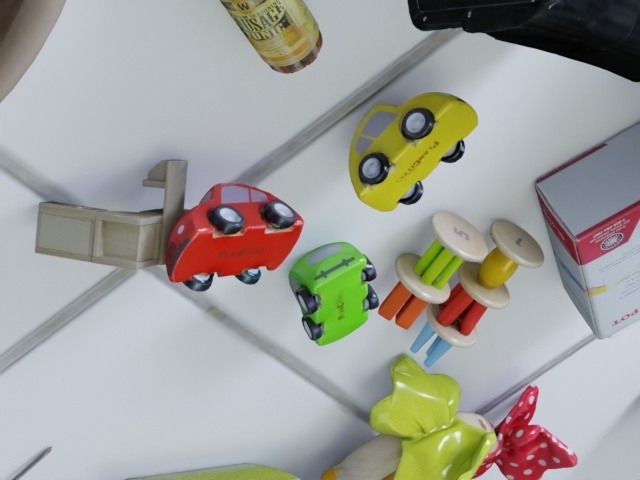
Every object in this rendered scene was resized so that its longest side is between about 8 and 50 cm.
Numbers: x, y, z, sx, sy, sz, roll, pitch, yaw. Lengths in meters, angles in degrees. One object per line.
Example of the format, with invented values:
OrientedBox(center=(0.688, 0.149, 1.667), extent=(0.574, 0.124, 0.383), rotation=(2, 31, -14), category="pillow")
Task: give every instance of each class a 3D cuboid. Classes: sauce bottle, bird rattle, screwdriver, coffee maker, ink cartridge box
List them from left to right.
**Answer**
OrientedBox(center=(-0.281, 0.223, 0.963), extent=(0.170, 0.024, 0.025), rotation=(-41, 171, 5), category="screwdriver")
OrientedBox(center=(-0.040, -0.146, 0.664), extent=(0.042, 0.042, 0.128), rotation=(-34, 142, 7), category="sauce bottle")
OrientedBox(center=(0.113, 0.203, 1.141), extent=(0.207, 0.143, 0.253), rotation=(-33, 157, 25), category="bird rattle")
OrientedBox(center=(0.167, -0.151, 0.685), extent=(0.178, 0.171, 0.120), rotation=(4, 116, -38), category="coffee maker")
OrientedBox(center=(0.265, -0.008, 0.993), extent=(0.127, 0.072, 0.175), rotation=(-29, 143, 0), category="ink cartridge box")

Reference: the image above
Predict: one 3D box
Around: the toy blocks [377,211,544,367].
OrientedBox(center=(0.100, 0.049, 0.970), extent=(0.123, 0.054, 0.148), rotation=(7, 131, -38), category="toy blocks")

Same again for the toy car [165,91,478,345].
OrientedBox(center=(0.000, 0.000, 0.841), extent=(0.239, 0.053, 0.225), rotation=(-28, 149, -15), category="toy car")

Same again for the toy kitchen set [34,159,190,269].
OrientedBox(center=(-0.131, -0.023, 0.765), extent=(0.083, 0.075, 0.068), rotation=(-15, 113, -73), category="toy kitchen set")

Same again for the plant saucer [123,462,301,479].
OrientedBox(center=(-0.135, 0.271, 1.085), extent=(0.188, 0.045, 0.188), rotation=(-1, 135, -32), category="plant saucer")

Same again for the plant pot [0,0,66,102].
OrientedBox(center=(-0.231, -0.161, 0.368), extent=(0.263, 0.229, 0.263), rotation=(-18, 142, -15), category="plant pot")
